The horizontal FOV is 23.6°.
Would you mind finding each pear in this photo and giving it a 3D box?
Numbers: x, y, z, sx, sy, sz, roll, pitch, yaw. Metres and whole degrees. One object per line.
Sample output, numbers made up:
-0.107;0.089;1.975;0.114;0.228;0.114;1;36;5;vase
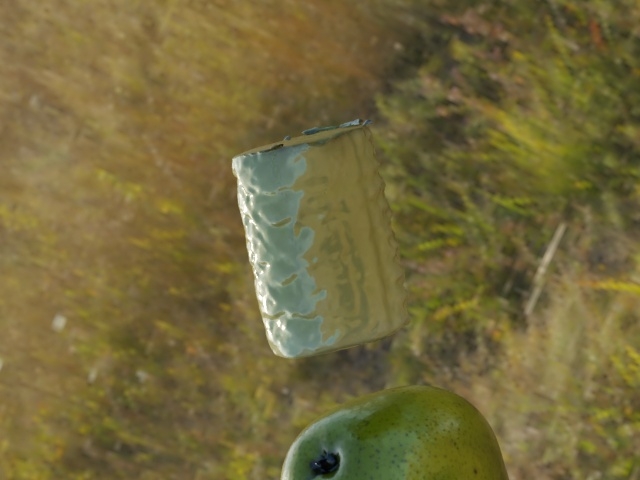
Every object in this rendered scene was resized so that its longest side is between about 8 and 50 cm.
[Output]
0.065;0.213;1.251;0.198;0.198;0.198;-45;32;39;pear

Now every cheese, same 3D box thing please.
0.000;0.000;1.182;0.094;0.123;0.167;-3;102;52;cheese
